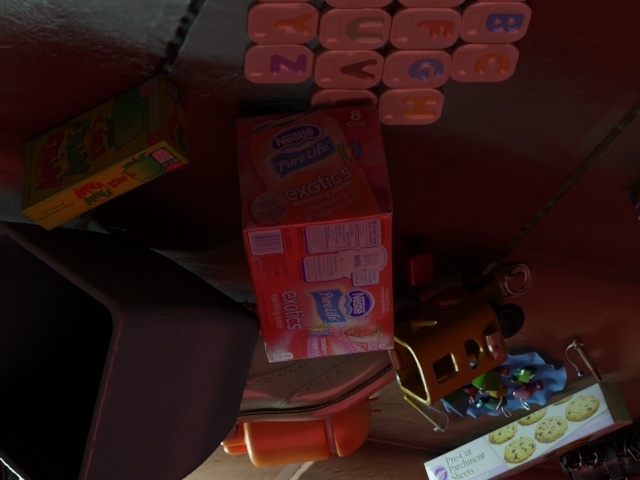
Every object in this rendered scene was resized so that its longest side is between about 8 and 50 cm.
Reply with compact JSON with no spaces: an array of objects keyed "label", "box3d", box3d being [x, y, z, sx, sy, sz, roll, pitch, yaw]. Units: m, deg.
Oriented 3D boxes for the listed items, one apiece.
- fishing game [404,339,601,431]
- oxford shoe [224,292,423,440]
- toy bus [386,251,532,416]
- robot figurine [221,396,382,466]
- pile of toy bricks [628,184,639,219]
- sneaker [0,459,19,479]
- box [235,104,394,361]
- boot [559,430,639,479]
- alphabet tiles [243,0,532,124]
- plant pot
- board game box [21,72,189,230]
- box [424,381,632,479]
[{"label":"fishing game","box3d":[0.257,0.210,1.907,0.264,0.041,0.189,-18,145,16]},{"label":"oxford shoe","box3d":[-0.053,0.138,1.684,0.397,0.140,0.146,-21,123,6]},{"label":"toy bus","box3d":[0.176,0.112,1.613,0.191,0.104,0.202,20,94,-30]},{"label":"robot figurine","box3d":[-0.027,0.235,1.826,0.219,0.128,0.158,-8,117,4]},{"label":"pile of toy bricks","box3d":[0.460,-0.048,1.546,0.212,0.118,0.105,23,109,-11]},{"label":"sneaker","box3d":[-0.483,0.274,1.747,0.185,0.202,0.483,-1,144,-6]},{"label":"box","box3d":[0.000,0.000,1.473,0.154,0.142,0.300,-6,149,1]},{"label":"boot","box3d":[0.473,0.314,2.037,0.229,0.091,0.263,-12,146,8]},{"label":"alphabet tiles","box3d":[0.067,-0.209,1.315,0.278,0.021,0.284,-1,144,-7]},{"label":"plant pot","box3d":[-0.214,0.133,1.513,0.252,0.248,0.247,-1,113,-45]},{"label":"board game box","box3d":[-0.219,-0.089,1.377,0.181,0.092,0.043,-23,141,22]},{"label":"box","box3d":[0.302,0.300,2.003,0.324,0.067,0.063,-30,156,31]}]
